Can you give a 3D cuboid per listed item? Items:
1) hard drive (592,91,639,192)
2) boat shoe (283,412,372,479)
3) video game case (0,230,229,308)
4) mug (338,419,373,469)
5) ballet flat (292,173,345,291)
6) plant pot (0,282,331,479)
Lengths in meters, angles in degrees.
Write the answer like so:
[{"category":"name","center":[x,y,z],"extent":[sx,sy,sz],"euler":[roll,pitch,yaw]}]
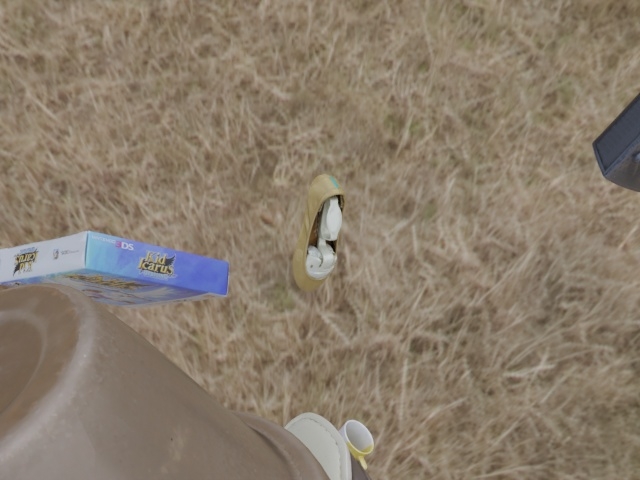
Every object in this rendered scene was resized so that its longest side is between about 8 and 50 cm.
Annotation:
[{"category":"hard drive","center":[0.420,-0.131,1.239],"extent":[0.172,0.254,0.054],"euler":[-50,60,24]},{"category":"boat shoe","center":[0.032,0.331,1.261],"extent":[0.116,0.324,0.096],"euler":[-45,124,5]},{"category":"video game case","center":[-0.322,0.052,1.655],"extent":[0.269,0.244,0.061],"euler":[15,71,-44]},{"category":"mug","center":[0.043,0.340,1.731],"extent":[0.062,0.064,0.078],"euler":[36,32,-19]},{"category":"ballet flat","center":[0.000,0.000,1.858],"extent":[0.080,0.232,0.073],"euler":[-8,30,-26]},{"category":"plant pot","center":[-0.134,0.155,0.592],"extent":[0.263,0.229,0.263],"euler":[-18,36,14]}]
